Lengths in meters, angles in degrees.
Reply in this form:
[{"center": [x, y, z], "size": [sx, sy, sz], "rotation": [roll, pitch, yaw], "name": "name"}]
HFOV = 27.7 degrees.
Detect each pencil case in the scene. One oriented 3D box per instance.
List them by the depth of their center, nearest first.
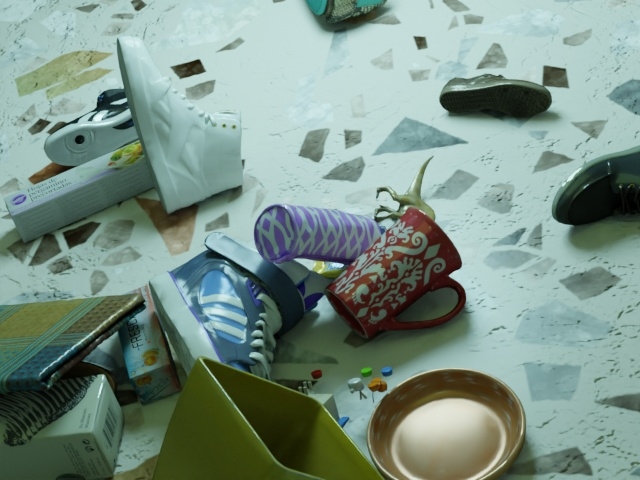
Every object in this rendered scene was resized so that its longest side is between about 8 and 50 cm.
[{"center": [0.000, 0.000, 1.813], "size": [0.086, 0.206, 0.088], "rotation": [-29, 66, 38], "name": "pencil case"}]

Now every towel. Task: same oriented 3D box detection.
[{"center": [-0.458, 0.154, 1.815], "size": [0.370, 0.040, 0.271], "rotation": [-6, 20, 28], "name": "towel"}]

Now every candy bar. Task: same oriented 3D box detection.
[{"center": [0.065, 0.040, 1.895], "size": [0.161, 0.018, 0.040], "rotation": [0, 42, 20], "name": "candy bar"}]

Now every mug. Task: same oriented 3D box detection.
[{"center": [0.108, 0.057, 1.784], "size": [0.169, 0.113, 0.150], "rotation": [-39, 49, -12], "name": "mug"}]

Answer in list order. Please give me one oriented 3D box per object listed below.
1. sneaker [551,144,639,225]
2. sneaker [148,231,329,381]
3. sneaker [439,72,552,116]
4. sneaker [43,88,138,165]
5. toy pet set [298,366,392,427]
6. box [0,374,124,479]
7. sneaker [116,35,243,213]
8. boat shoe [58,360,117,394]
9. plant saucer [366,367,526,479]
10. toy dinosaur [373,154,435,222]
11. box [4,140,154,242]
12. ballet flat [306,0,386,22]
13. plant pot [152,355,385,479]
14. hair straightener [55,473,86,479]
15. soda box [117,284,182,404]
[{"center": [0.444, -0.067, 1.840], "size": [0.222, 0.083, 0.118], "rotation": [-26, 41, -13], "name": "sneaker"}, {"center": [-0.078, 0.117, 1.770], "size": [0.236, 0.130, 0.323], "rotation": [-21, 45, -15], "name": "sneaker"}, {"center": [0.289, -0.249, 2.117], "size": [0.188, 0.066, 0.071], "rotation": [5, 43, 23], "name": "sneaker"}, {"center": [-0.399, -0.205, 2.301], "size": [0.216, 0.079, 0.121], "rotation": [-22, 36, -20], "name": "sneaker"}, {"center": [0.025, 0.218, 1.674], "size": [0.122, 0.065, 0.114], "rotation": [-5, 19, 32], "name": "toy pet set"}, {"center": [-0.410, 0.262, 1.738], "size": [0.275, 0.094, 0.113], "rotation": [-8, 40, 9], "name": "box"}, {"center": [-0.218, -0.207, 2.100], "size": [0.169, 0.293, 0.108], "rotation": [-19, 10, -10], "name": "sneaker"}, {"center": [-0.381, 0.202, 1.819], "size": [0.207, 0.073, 0.073], "rotation": [-1, 1, 9], "name": "boat shoe"}, {"center": [0.158, 0.243, 1.614], "size": [0.200, 0.037, 0.200], "rotation": [-9, 41, 8], "name": "plant saucer"}, {"center": [0.129, -0.051, 1.968], "size": [0.092, 0.053, 0.183], "rotation": [6, 50, 2], "name": "toy dinosaur"}, {"center": [-0.362, -0.098, 2.163], "size": [0.324, 0.067, 0.063], "rotation": [-25, 40, -9], "name": "box"}, {"center": [-0.006, -0.575, 2.555], "size": [0.182, 0.164, 0.483], "rotation": [-9, 41, -25], "name": "ballet flat"}, {"center": [-0.075, 0.289, 1.493], "size": [0.187, 0.212, 0.212], "rotation": [-54, 43, 10], "name": "plant pot"}, {"center": [-0.312, 0.374, 1.578], "size": [0.047, 0.089, 0.230], "rotation": [7, 39, -9], "name": "hair straightener"}, {"center": [-0.250, 0.147, 1.846], "size": [0.063, 0.058, 0.183], "rotation": [-21, 39, -4], "name": "soda box"}]
